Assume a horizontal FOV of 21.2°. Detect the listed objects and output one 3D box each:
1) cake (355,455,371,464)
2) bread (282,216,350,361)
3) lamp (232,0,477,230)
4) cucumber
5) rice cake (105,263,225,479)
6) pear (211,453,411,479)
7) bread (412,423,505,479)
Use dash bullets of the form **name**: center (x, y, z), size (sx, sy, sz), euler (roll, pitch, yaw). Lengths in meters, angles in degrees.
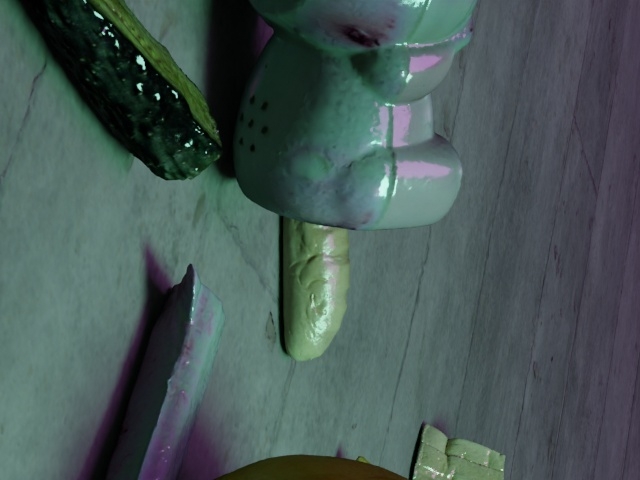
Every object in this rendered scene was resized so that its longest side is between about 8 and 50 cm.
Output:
- **cake**: center (0.064, 0.288, 1.653), size (0.185, 0.080, 0.116), euler (22, 51, -36)
- **bread**: center (-0.001, -0.001, 1.498), size (0.073, 0.053, 0.214), euler (-10, 101, -73)
- **lamp**: center (0.000, -0.170, 1.318), size (0.247, 0.247, 0.301), euler (-3, 111, -30)
- **cucumber**: center (-0.140, -0.116, 1.125), size (0.211, 0.062, 0.078), euler (47, 15, -54)
- **rice cake**: center (-0.124, 0.148, 1.194), size (0.081, 0.051, 0.290), euler (78, 22, -55)
- **pear**: center (0.010, 0.309, 1.224), size (0.314, 0.314, 0.314), euler (2, 90, -69)
- **bread**: center (0.136, 0.279, 1.926), size (0.152, 0.105, 0.077), euler (119, -12, -58)
